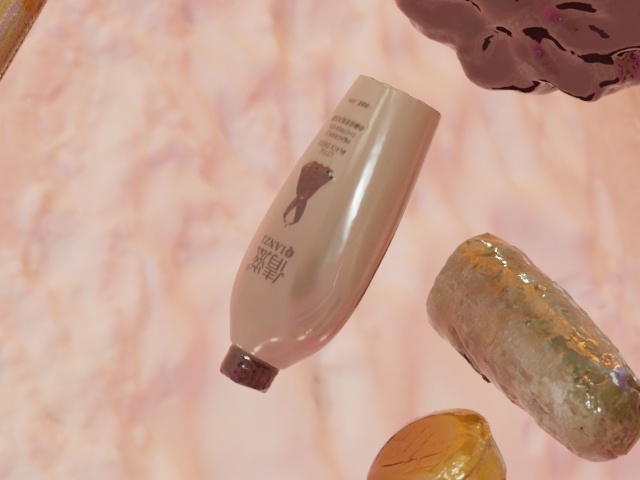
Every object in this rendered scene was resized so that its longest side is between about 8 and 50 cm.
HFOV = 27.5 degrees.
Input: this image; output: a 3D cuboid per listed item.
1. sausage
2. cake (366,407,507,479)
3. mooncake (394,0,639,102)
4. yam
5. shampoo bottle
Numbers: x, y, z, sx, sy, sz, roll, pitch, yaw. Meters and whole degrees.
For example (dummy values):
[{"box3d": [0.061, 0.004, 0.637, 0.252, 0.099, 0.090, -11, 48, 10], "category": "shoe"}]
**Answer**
[{"box3d": [-0.147, -0.105, 0.619, 0.024, 0.024, 0.132, 45, 42, -29], "category": "sausage"}, {"box3d": [0.068, 0.136, 0.776, 0.044, 0.084, 0.084, 57, 31, -22], "category": "cake"}, {"box3d": [0.187, -0.241, 1.131, 0.283, 0.283, 0.141, 48, 52, -25], "category": "mooncake"}, {"box3d": [0.216, 0.109, 1.331, 0.133, 0.133, 0.330, 39, 7, -36], "category": "yam"}, {"box3d": [0.000, 0.000, 1.010, 0.078, 0.127, 0.257, 27, 90, -43], "category": "shampoo bottle"}]
